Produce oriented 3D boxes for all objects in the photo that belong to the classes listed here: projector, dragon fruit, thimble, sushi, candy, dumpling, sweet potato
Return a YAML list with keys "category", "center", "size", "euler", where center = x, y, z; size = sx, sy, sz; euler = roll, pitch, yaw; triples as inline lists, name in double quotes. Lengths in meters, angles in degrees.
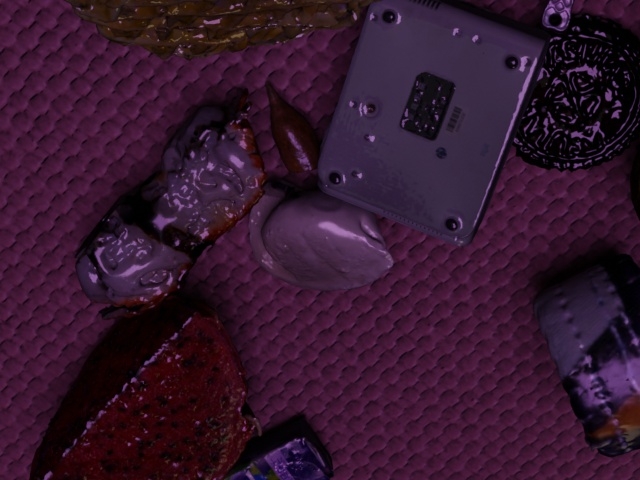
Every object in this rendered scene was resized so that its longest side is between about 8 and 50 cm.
- category: "projector"
  center: [0.121, -0.144, 1.467]
  size: [0.198, 0.108, 0.250]
  euler: [23, 111, 9]
- category: "dragon fruit"
  center: [-0.198, 0.207, 1.617]
  size: [0.317, 0.152, 0.205]
  euler: [-46, 120, 8]
- category: "thimble"
  center: [0.361, 0.140, 1.571]
  size: [0.150, 0.237, 0.237]
  euler: [-25, 111, 12]
- category: "sushi"
  center: [-0.172, -0.033, 1.517]
  size: [0.332, 0.124, 0.130]
  euler: [-43, 110, 13]
- category: "candy"
  center: [-0.135, 0.338, 1.707]
  size: [0.312, 0.061, 0.088]
  euler: [-29, 113, 9]
- category: "dumpling"
  center: [-0.001, 0.000, 1.556]
  size: [0.176, 0.092, 0.150]
  euler: [11, 134, -1]
- category: "sweet potato"
  center: [-0.038, -0.133, 1.530]
  size: [0.049, 0.049, 0.117]
  euler: [-25, 101, 7]

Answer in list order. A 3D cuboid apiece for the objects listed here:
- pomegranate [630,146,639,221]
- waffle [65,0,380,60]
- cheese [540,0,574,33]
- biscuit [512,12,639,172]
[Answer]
- category: "pomegranate"
  center: [0.434, -0.104, 1.476]
  size: [0.276, 0.222, 0.204]
  euler: [38, 142, -2]
- category: "waffle"
  center: [-0.090, -0.255, 1.316]
  size: [0.317, 0.297, 0.073]
  euler: [-19, 73, 19]
- category: "cheese"
  center: [0.287, -0.317, 1.448]
  size: [0.092, 0.047, 0.171]
  euler: [-4, 100, 3]
- category: "biscuit"
  center: [0.297, -0.172, 1.521]
  size: [0.194, 0.053, 0.195]
  euler: [-1, 112, -2]
